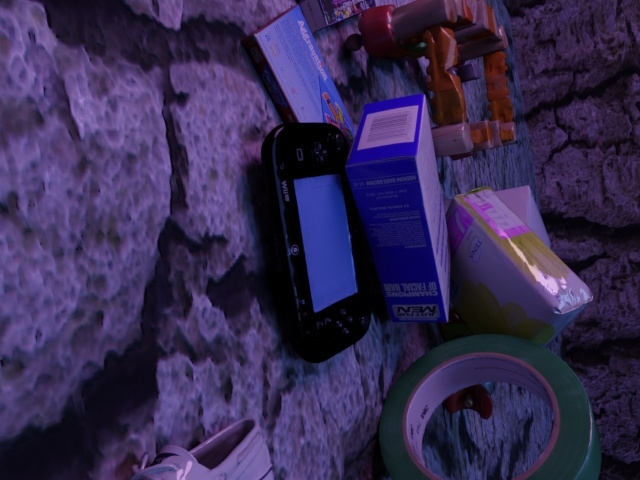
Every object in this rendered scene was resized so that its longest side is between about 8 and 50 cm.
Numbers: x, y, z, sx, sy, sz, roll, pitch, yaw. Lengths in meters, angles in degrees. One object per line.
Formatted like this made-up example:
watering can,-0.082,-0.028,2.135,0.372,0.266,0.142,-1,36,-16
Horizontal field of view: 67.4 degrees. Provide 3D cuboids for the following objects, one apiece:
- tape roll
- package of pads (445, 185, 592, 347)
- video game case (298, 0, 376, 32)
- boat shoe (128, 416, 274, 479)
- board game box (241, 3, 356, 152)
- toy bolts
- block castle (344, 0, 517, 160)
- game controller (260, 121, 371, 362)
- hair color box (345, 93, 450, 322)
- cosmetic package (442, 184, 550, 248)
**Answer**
tape roll,0.253,0.294,0.753,0.077,0.321,0.321,59,39,-29
package of pads,0.335,0.068,0.913,0.101,0.229,0.297,-16,54,-22
video game case,0.008,-0.487,0.825,0.232,0.041,0.210,-51,123,-48
boat shoe,-0.133,0.222,0.413,0.258,0.095,0.084,6,73,-66
board game box,-0.009,-0.203,0.745,0.281,0.027,0.145,61,40,-27
toy bolts,0.373,0.267,1.073,0.158,0.218,0.229,-34,129,-61
block castle,0.243,-0.311,0.994,0.453,0.212,0.303,-20,103,-54
game controller,0.000,0.000,0.660,0.166,0.067,0.319,-20,102,-57
hair color box,0.143,-0.040,0.792,0.185,0.110,0.339,-72,149,-46
cosmetic package,0.405,0.007,1.138,0.224,0.224,0.138,47,46,-39
